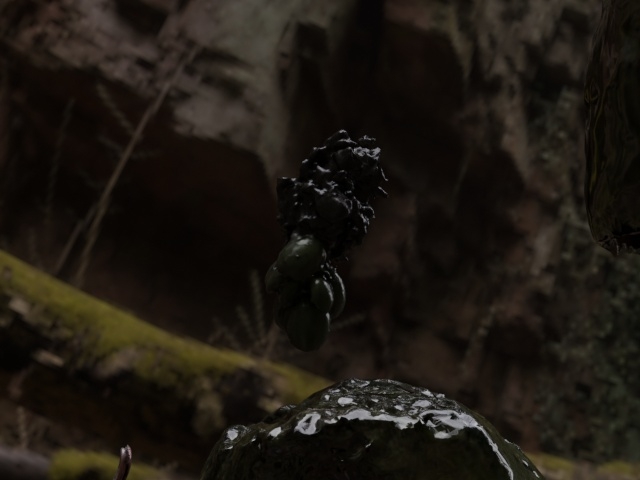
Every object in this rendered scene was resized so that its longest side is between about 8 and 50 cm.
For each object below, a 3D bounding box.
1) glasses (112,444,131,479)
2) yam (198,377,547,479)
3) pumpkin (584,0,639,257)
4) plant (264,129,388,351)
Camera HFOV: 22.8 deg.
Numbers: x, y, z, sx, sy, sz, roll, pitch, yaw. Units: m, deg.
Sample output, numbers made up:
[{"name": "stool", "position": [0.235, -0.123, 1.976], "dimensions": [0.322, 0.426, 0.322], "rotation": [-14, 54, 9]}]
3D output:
[{"name": "glasses", "position": [-0.083, 0.290, 1.242], "dimensions": [0.234, 0.268, 0.118], "rotation": [7, 2, -13]}, {"name": "yam", "position": [0.045, 0.187, 0.923], "dimensions": [0.195, 0.195, 0.300], "rotation": [12, -10, 19]}, {"name": "pumpkin", "position": [0.246, -0.084, 0.710], "dimensions": [0.256, 0.225, 0.303], "rotation": [10, -9, -9]}, {"name": "plant", "position": [0.000, 0.000, 1.228], "dimensions": [0.087, 0.174, 0.085], "rotation": [17, -8, -11]}]
